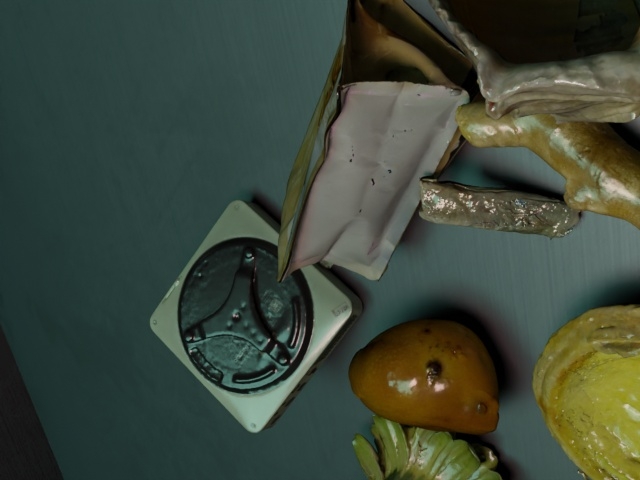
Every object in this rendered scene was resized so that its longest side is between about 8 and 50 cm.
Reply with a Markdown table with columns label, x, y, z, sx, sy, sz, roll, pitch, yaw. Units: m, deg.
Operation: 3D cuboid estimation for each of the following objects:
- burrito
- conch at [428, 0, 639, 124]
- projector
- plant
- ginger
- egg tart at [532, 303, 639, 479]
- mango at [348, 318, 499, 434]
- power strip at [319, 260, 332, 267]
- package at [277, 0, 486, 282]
| label | x | y | z | sx | sy | sz | roll | pitch | yaw |
| --- | --- | --- | --- | --- | --- | --- | --- | --- | --- |
| burrito | 0.188 | -0.033 | 0.885 | 0.171 | 0.042 | 0.051 | 7 | 122 | 4 |
| conch | 0.222 | -0.188 | 0.624 | 0.210 | 0.297 | 0.352 | 75 | 172 | -53 |
| projector | -0.106 | 0.111 | 1.235 | 0.259 | 0.079 | 0.257 | 41 | 105 | 20 |
| plant | 0.148 | 0.399 | 1.160 | 0.261 | 0.297 | 0.306 | 15 | 114 | 5 |
| ginger | 0.269 | -0.076 | 0.771 | 0.298 | 0.065 | 0.118 | 37 | 95 | 20 |
| egg tart | 0.355 | 0.176 | 0.850 | 0.278 | 0.095 | 0.279 | 27 | 137 | 29 |
| mango | 0.122 | 0.173 | 1.065 | 0.236 | 0.166 | 0.136 | 127 | 152 | -71 |
| power strip | 0.000 | 0.000 | 1.185 | 0.027 | 0.017 | 0.083 | -7 | 109 | 49 |
| package | 0.063 | -0.103 | 0.964 | 0.164 | 0.221 | 0.311 | 14 | 135 | -8 |
